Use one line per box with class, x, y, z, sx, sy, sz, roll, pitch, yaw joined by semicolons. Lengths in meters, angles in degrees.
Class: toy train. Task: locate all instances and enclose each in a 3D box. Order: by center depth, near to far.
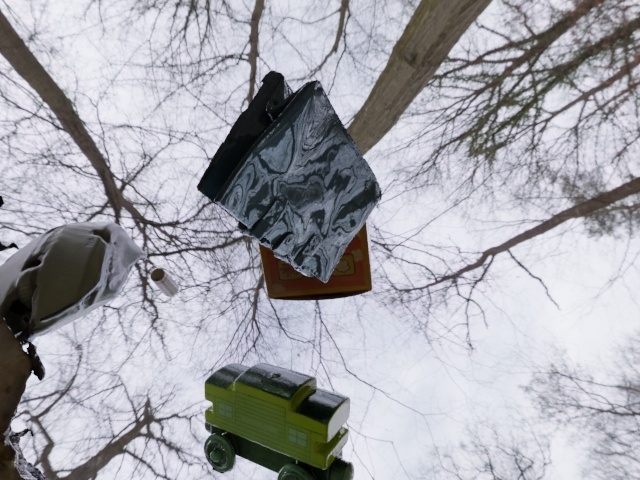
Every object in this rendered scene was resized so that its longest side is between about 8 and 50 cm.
toy train;-0.119;0.464;1.052;0.441;0.179;0.273;6;-81;28

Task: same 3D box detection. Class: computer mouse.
computer mouse;-0.483;0.051;0.787;0.228;0.429;0.146;-19;-71;-5

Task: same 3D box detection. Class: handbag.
handbag;-0.017;-0.049;0.435;0.057;0.221;0.144;27;-99;31

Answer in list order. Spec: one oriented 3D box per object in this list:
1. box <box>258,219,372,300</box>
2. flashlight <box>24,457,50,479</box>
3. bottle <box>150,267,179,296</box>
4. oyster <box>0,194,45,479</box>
box;0.000;0.000;1.078;0.259;0.283;0.214;-6;-73;9
flashlight;-0.428;0.355;0.587;0.232;0.093;0.093;44;-102;-4
bottle;-0.422;0.114;1.126;0.045;0.096;0.045;-3;-123;5
oyster;-0.333;0.077;0.362;0.197;0.133;0.337;-3;-77;33
